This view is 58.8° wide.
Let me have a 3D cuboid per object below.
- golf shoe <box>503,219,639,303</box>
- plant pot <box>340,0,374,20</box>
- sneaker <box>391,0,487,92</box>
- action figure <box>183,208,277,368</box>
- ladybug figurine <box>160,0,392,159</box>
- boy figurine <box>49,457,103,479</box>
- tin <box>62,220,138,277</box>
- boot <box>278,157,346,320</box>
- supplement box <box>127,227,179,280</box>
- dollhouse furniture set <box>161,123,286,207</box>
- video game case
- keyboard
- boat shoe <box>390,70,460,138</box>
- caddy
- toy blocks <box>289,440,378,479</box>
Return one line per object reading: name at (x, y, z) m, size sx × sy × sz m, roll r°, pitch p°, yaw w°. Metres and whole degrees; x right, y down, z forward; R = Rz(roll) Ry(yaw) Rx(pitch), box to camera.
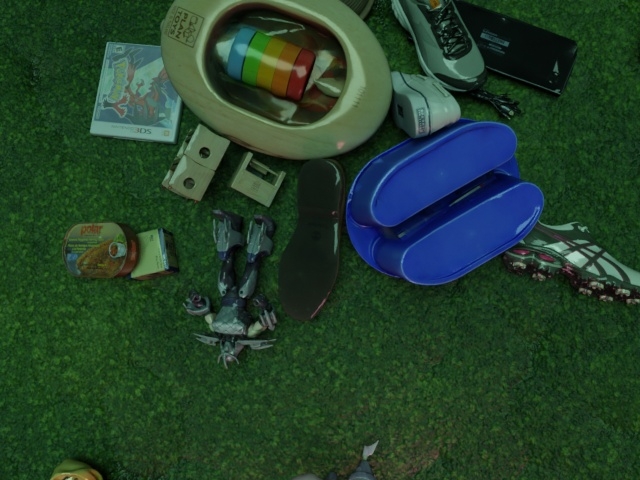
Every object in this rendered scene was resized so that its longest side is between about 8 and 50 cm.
golf shoe at (0.467, 0.030, 0.999) m, size 0.272 × 0.105 × 0.120 m, roll 19°, pitch 77°, yaw 8°
plant pot at (-0.001, -0.514, 1.093) m, size 0.237 × 0.110 × 0.238 m, roll 0°, pitch 93°, yaw -4°
sneaker at (0.217, -0.392, 1.051) m, size 0.100 × 0.108 × 0.272 m, roll -29°, pitch 78°, yaw -5°
action figure at (-0.159, 0.092, 1.052) m, size 0.185 × 0.099 × 0.285 m, roll 4°, pitch 80°, yaw 12°
ladybug figurine at (-0.082, -0.319, 1.055) m, size 0.449 × 0.162 × 0.305 m, roll 26°, pitch 101°, yaw 3°
boy figurine at (-0.382, 0.513, 1.022) m, size 0.177 × 0.092 × 0.285 m, roll -34°, pitch 83°, yaw 3°
tin at (-0.423, 0.017, 1.088) m, size 0.189 × 0.040 × 0.106 m, roll 0°, pitch 92°, yaw 32°
boot at (0.000, 0.000, 1.054) m, size 0.112 × 0.115 × 0.306 m, roll 15°, pitch 103°, yaw 15°
supplement box at (-0.329, 0.028, 1.102) m, size 0.083 × 0.056 × 0.083 m, roll -14°, pitch 80°, yaw 4°
dollhouse furniture set at (-0.190, -0.117, 1.094) m, size 0.183 × 0.129 × 0.129 m, roll 28°, pitch 86°, yaw -21°
video game case at (-0.370, -0.306, 1.171) m, size 0.183 × 0.023 × 0.202 m, roll 7°, pitch 82°, yaw 7°
keyboard at (0.321, -0.351, 1.104) m, size 0.317 × 0.033 × 0.202 m, roll 24°, pitch 80°, yaw 10°
boat shoe at (0.176, -0.249, 1.003) m, size 0.088 × 0.267 × 0.096 m, roll -11°, pitch 111°, yaw 0°
caddy at (0.212, -0.071, 1.003) m, size 0.341 × 0.179 × 0.241 m, roll -29°, pitch 100°, yaw -4°
toy blocks at (0.005, 0.508, 0.939) m, size 0.309 × 0.260 × 0.288 m, roll 40°, pitch 118°, yaw -14°
